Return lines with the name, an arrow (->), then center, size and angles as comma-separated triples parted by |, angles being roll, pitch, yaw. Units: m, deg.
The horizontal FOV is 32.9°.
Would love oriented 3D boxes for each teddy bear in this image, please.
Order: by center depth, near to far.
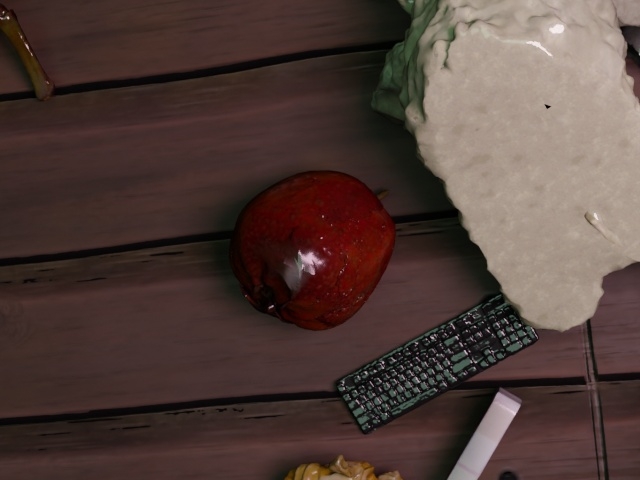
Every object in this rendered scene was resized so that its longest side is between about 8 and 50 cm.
teddy bear -> 0.192, -0.185, 0.959 | 0.327, 0.362, 0.375 | -26, 122, 29

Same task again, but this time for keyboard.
keyboard -> 0.110, 0.115, 1.027 | 0.195, 0.018, 0.060 | -30, 87, 10

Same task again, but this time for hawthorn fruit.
hawthorn fruit -> 0.000, 0.000, 0.998 | 0.148, 0.148, 0.172 | 42, 70, 8

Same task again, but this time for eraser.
eraser -> 0.148, 0.187, 0.994 | 0.026, 0.065, 0.105 | 30, 96, 9

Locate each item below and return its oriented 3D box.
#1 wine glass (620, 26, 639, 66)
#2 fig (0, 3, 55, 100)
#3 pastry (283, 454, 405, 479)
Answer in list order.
wine glass -> 0.340, -0.242, 0.964 | 0.066, 0.066, 0.198 | 39, 98, 9
fig -> -0.396, -0.238, 1.049 | 0.249, 0.186, 0.204 | 0, 71, 3
pastry -> 0.035, 0.314, 0.995 | 0.154, 0.102, 0.250 | -1, 89, 10
